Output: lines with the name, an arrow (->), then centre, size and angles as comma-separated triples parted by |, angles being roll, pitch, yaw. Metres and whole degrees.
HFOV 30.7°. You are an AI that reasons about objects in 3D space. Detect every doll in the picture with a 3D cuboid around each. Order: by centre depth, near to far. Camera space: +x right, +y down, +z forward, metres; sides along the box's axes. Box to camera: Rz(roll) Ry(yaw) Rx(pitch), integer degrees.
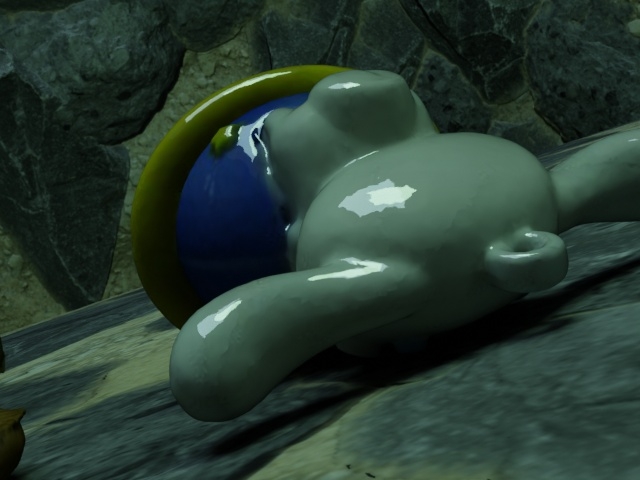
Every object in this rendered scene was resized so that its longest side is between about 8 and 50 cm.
doll -> 0.044, -0.030, 0.615 | 0.311, 0.159, 0.242 | -15, 1, -14

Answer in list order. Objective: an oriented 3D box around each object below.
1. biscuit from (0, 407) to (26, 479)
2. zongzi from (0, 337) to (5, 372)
biscuit -> -0.259, 0.137, 0.533 | 0.262, 0.037, 0.262 | -18, 2, 1
zongzi -> -0.260, 0.066, 0.748 | 0.274, 0.125, 0.251 | -28, 0, 29
